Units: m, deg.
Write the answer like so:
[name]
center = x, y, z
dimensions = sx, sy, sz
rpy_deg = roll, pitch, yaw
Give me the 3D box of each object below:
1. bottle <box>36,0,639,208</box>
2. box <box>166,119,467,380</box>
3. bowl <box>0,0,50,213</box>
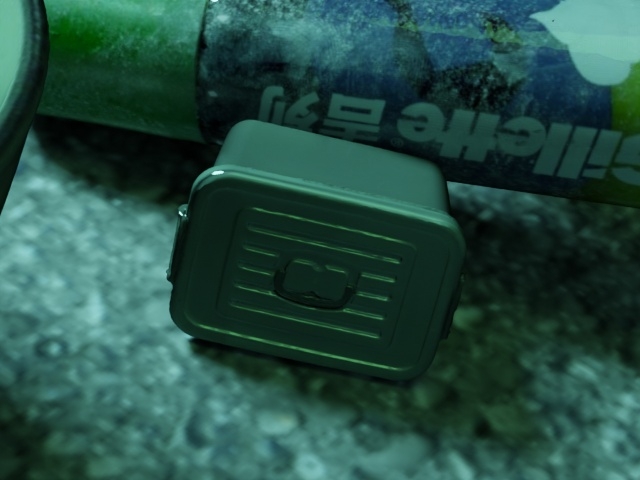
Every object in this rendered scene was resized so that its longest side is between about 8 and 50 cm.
[bottle]
center = 0.022, -0.078, 0.864
dimensions = 0.330, 0.093, 0.093
rpy_deg = 9, 37, 12
[box]
center = 0.000, 0.000, 0.814
dimensions = 0.122, 0.084, 0.069
rpy_deg = 13, 31, -3
[bowl]
center = -0.277, -0.017, 0.665
dimensions = 0.354, 0.185, 0.354
rpy_deg = 9, 38, -7
